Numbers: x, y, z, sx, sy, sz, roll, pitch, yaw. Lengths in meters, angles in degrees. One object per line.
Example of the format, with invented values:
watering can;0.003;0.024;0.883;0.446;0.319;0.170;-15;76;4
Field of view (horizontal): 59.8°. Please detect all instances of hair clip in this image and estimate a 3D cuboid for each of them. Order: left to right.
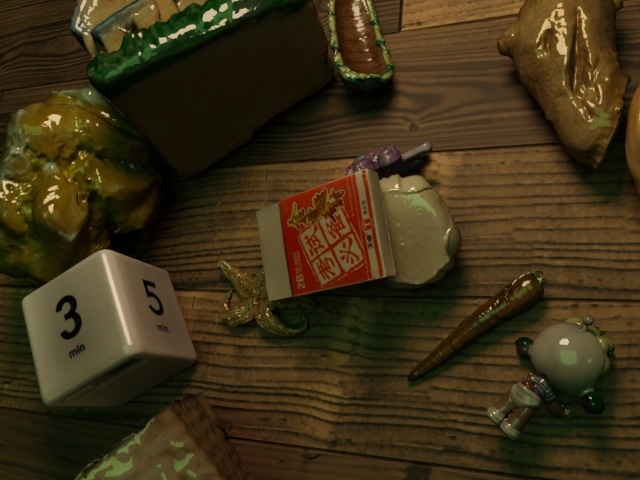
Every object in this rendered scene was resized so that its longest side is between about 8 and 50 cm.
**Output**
hair clip;0.056;-0.093;0.927;0.278;0.137;0.090;-40;89;9

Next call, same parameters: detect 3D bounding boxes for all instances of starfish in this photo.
starfish;-0.109;0.093;0.967;0.209;0.053;0.150;35;84;28

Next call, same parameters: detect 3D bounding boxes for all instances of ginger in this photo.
ginger;0.384;-0.271;0.847;0.189;0.126;0.354;-13;68;12

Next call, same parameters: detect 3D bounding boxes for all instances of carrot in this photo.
carrot;0.229;0.134;0.831;0.254;0.049;0.049;-40;64;10

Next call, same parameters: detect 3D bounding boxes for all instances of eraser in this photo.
eraser;0.000;0.000;0.851;0.230;0.038;0.157;-16;79;37

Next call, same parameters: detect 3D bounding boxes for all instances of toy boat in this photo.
toy boat;0.064;-0.394;1.020;0.108;0.099;0.293;-4;72;-11

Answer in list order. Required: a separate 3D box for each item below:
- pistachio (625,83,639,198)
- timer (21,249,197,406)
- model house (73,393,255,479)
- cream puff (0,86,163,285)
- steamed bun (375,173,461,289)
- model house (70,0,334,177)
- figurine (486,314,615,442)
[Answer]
pistachio;0.525;-0.135;0.714;0.229;0.230;0.309;6;73;23
timer;-0.362;0.158;0.964;0.192;0.194;0.195;-30;65;10
model house;-0.235;0.504;0.752;0.445;0.395;0.400;-39;79;-13
cream puff;-0.446;-0.086;1.041;0.378;0.275;0.379;-33;52;55
steamed bun;0.127;-0.010;0.868;0.182;0.106;0.183;2;95;17
model house;-0.219;-0.384;1.011;0.382;0.335;0.343;-30;67;0
figurine;0.314;0.188;0.756;0.197;0.093;0.147;-53;41;8
